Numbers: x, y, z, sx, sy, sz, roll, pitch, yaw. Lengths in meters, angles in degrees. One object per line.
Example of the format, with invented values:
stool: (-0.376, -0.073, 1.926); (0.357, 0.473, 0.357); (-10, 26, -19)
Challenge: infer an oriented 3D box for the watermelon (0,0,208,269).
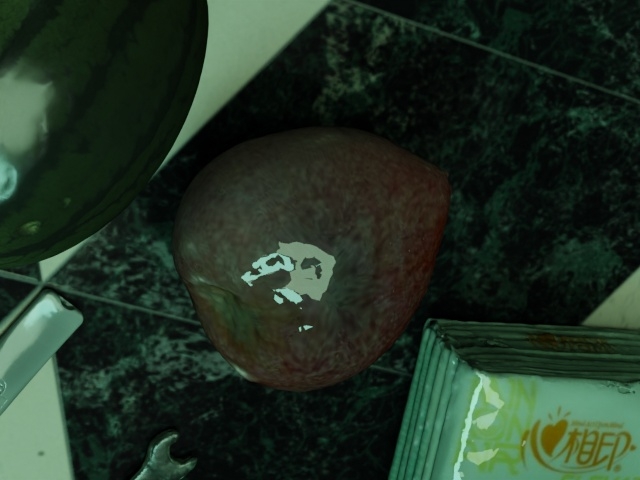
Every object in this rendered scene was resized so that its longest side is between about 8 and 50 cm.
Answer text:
watermelon: (-0.241, -0.130, 1.224); (0.279, 0.279, 0.359); (35, 75, -27)

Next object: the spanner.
spanner: (-0.220, 0.280, 1.551); (0.254, 0.015, 0.054); (-44, 118, 1)

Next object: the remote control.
remote control: (-0.291, 0.125, 1.460); (0.050, 0.027, 0.184); (40, 93, -27)

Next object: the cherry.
cherry: (-0.010, 0.004, 1.422); (0.239, 0.206, 0.239); (6, 81, -43)

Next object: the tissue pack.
tissue pack: (0.205, 0.282, 1.615); (0.287, 0.162, 0.388); (5, 109, -23)
